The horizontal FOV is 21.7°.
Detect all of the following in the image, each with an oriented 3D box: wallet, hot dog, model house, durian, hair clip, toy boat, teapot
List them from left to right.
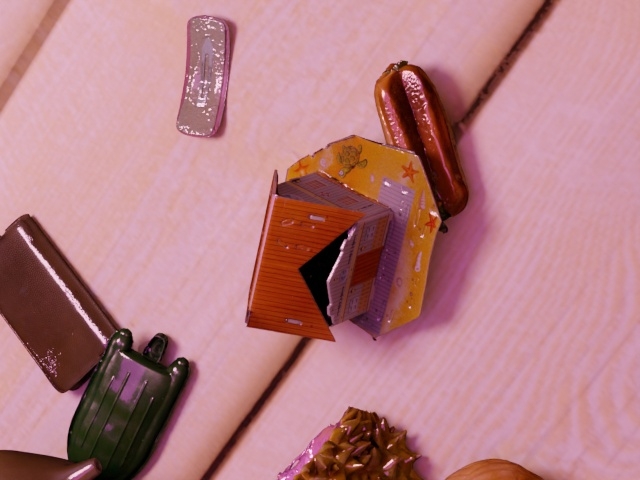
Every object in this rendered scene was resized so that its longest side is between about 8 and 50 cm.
[{"bbox_3d":[-0.325,0.076,1.985,0.110,0.031,0.198,-44,77,20],"label":"wallet"},{"bbox_3d":[-0.305,0.352,1.905,0.175,0.185,0.268,13,118,-2],"label":"teapot"},{"bbox_3d":[-0.229,0.201,1.943,0.104,0.052,0.210,25,105,-1],"label":"toy boat"},{"bbox_3d":[-0.132,-0.185,1.889,0.054,0.022,0.137,9,97,21],"label":"hair clip"},{"bbox_3d":[0.000,0.000,1.751,0.207,0.136,0.219,29,119,29],"label":"model house"},{"bbox_3d":[0.001,0.310,1.828,0.186,0.154,0.260,28,114,-7],"label":"durian"},{"bbox_3d":[0.106,-0.099,1.776,0.072,0.055,0.188,-17,93,-6],"label":"hot dog"}]

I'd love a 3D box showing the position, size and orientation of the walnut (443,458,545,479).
[{"bbox_3d":[0.170,0.307,1.739,0.180,0.144,0.144,-42,78,15],"label":"walnut"}]
